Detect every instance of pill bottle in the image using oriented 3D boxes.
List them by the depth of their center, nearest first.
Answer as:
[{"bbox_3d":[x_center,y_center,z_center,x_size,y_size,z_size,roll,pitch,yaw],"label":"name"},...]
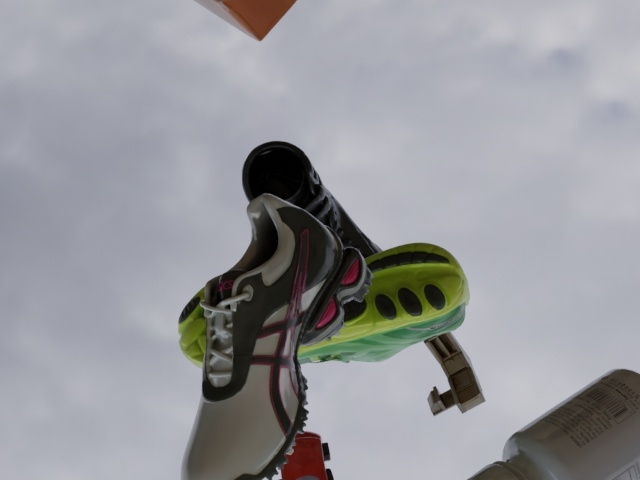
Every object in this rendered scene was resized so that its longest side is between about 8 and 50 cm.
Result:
[{"bbox_3d":[0.269,0.245,2.053,0.229,0.131,0.131,-30,-143,-25],"label":"pill bottle"}]

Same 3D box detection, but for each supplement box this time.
[{"bbox_3d":[-0.114,-0.304,2.194,0.080,0.078,0.233,-50,-147,-3],"label":"supplement box"}]

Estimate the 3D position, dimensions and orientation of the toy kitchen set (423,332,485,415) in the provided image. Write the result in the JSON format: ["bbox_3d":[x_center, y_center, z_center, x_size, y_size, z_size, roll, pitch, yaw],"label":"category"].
[{"bbox_3d":[0.147,0.164,2.316,0.068,0.075,0.083,-30,-145,9],"label":"toy kitchen set"}]

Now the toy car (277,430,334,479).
[{"bbox_3d":[0.010,0.296,2.025,0.225,0.053,0.239,12,-136,25],"label":"toy car"}]

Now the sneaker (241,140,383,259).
[{"bbox_3d":[-0.001,0.000,2.263,0.104,0.296,0.147,-39,171,1],"label":"sneaker"}]

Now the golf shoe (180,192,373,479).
[{"bbox_3d":[-0.063,0.091,1.539,0.105,0.120,0.273,-10,-134,43],"label":"golf shoe"}]

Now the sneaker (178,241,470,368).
[{"bbox_3d":[0.004,0.085,1.844,0.295,0.123,0.109,-9,-122,15],"label":"sneaker"}]
